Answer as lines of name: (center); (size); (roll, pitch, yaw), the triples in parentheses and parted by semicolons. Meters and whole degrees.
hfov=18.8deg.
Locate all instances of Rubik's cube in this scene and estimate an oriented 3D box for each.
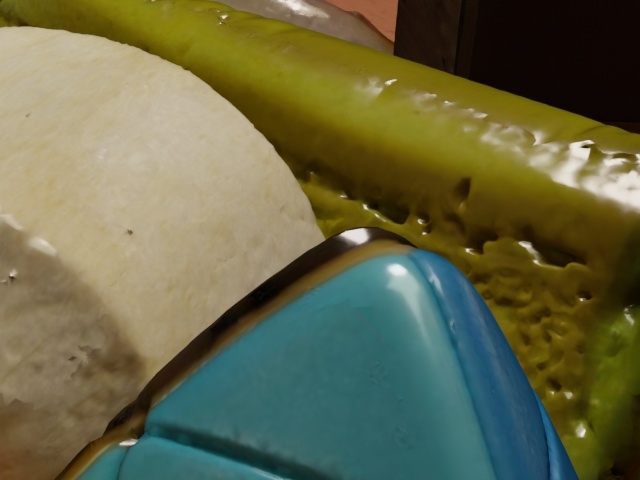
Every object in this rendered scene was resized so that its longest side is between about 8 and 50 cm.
Rubik's cube: (-0.016, 0.165, 0.464); (0.254, 0.254, 0.254); (5, 25, -3)

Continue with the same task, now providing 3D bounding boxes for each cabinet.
cabinet: (0.134, -0.110, 0.984); (0.174, 0.215, 0.148); (1, 24, -10)

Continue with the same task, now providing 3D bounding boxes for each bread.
bread: (0.000, 0.000, 0.792); (0.383, 0.166, 0.112); (23, 3, 33)

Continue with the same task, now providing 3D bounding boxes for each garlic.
garlic: (-0.039, -0.109, 1.112); (0.198, 0.090, 0.128); (16, 11, 34)

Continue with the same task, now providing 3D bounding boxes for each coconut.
coconut: (-0.098, 0.037, 0.632); (0.202, 0.202, 0.222); (14, 29, 15)
